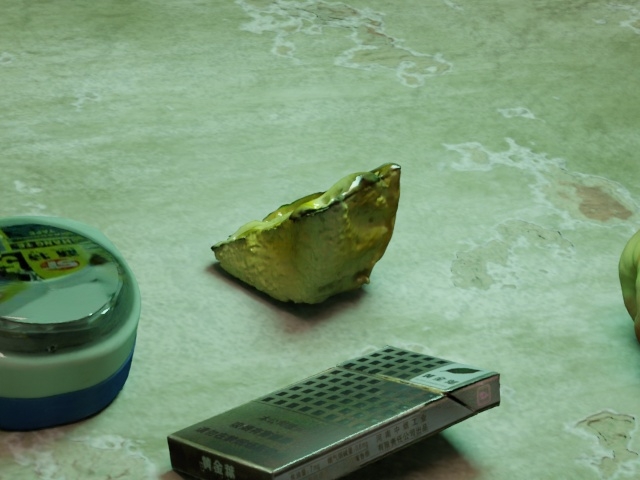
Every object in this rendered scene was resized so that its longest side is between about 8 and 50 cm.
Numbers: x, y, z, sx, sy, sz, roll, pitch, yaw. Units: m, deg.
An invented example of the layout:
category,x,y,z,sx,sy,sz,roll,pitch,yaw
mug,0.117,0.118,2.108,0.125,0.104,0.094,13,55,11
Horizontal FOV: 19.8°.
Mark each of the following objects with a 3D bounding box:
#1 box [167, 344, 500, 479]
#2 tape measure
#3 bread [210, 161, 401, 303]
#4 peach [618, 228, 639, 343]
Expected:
category,x,y,z,sx,sy,sz,roll,pitch,yaw
box,0.018,0.191,1.957,0.325,0.047,0.180,-20,20,-38
tape measure,-0.332,0.083,2.009,0.259,0.138,0.262,-11,37,-27
bread,0.007,0.005,2.229,0.252,0.133,0.174,-23,2,42
peach,0.478,0.056,2.201,0.232,0.232,0.232,7,31,-4
